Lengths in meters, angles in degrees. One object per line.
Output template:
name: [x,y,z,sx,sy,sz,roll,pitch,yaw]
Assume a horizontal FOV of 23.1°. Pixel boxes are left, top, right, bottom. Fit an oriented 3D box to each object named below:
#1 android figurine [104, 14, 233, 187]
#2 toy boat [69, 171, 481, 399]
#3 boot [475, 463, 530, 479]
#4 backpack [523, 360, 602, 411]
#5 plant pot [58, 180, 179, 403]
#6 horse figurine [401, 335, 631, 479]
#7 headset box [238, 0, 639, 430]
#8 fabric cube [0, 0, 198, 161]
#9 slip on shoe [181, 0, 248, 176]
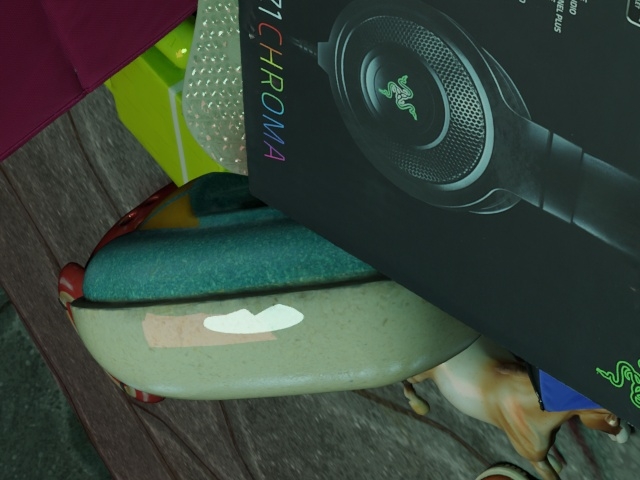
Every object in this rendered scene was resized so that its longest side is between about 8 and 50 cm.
android figurine: [-0.124,-0.117,1.393,0.273,0.056,0.248,45,159,27]
toy boat: [0.000,0.000,0.943,0.267,0.318,0.148,-7,95,28]
boot: [0.153,0.234,1.283,0.059,0.084,0.158,59,162,-16]
backpack: [0.158,0.030,0.896,0.120,0.101,0.098,-91,-3,-61]
plant pot: [-0.160,0.059,1.602,0.191,0.174,0.191,48,162,21]
horse figurine: [0.123,0.109,1.170,0.263,0.066,0.174,37,160,36]
headset box: [0.110,-0.075,0.678,0.283,0.131,0.246,32,143,27]
fabric cube: [-0.279,-0.247,1.178,0.254,0.259,0.258,46,169,20]
slip on shoe: [-0.004,-0.167,0.958,0.123,0.101,0.331,38,145,10]
